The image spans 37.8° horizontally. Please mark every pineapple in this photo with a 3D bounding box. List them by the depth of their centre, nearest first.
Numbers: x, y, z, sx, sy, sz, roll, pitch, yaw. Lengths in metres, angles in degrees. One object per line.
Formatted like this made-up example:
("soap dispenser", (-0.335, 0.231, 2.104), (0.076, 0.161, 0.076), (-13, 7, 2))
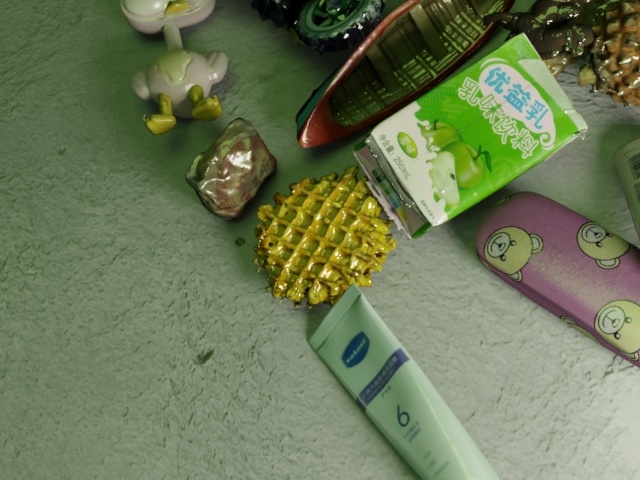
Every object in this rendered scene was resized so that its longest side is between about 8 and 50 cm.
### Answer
("pineapple", (0.431, -0.253, 1.250), (0.193, 0.166, 0.166), (-25, 59, 2))

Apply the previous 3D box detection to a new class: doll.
("doll", (0.312, -0.309, 1.271), (0.139, 0.057, 0.165), (-51, 48, 0))
("doll", (-0.235, -0.321, 1.503), (0.160, 0.094, 0.365), (-14, 61, 4))

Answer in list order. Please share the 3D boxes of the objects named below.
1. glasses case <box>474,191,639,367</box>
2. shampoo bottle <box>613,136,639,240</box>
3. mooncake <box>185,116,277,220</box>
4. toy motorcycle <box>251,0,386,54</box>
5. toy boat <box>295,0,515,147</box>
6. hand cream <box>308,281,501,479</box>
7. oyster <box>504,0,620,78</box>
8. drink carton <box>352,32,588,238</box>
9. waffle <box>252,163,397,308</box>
("glasses case", (0.336, 0.047, 1.160), (0.316, 0.076, 0.123), (35, 74, 28))
("shampoo bottle", (0.426, -0.045, 1.154), (0.086, 0.056, 0.227), (-20, 37, 18))
("mooncake", (-0.123, -0.099, 1.334), (0.073, 0.125, 0.130), (29, 77, 21))
("toy motorcycle", (-0.012, -0.413, 1.416), (0.237, 0.168, 0.410), (-39, 45, -13))
("toy boat", (0.112, -0.271, 1.376), (0.392, 0.136, 0.079), (-38, 31, -2))
("hand cream", (0.102, 0.200, 1.151), (0.109, 0.067, 0.320), (-54, 55, 23))
("oyster", (0.352, -0.304, 1.353), (0.345, 0.078, 0.129), (-42, 69, -12))
("drink carton", (0.194, -0.131, 1.231), (0.271, 0.108, 0.161), (-33, 89, -11))
("waffle", (0.000, 0.000, 1.284), (0.197, 0.070, 0.193), (-27, 59, 3))
